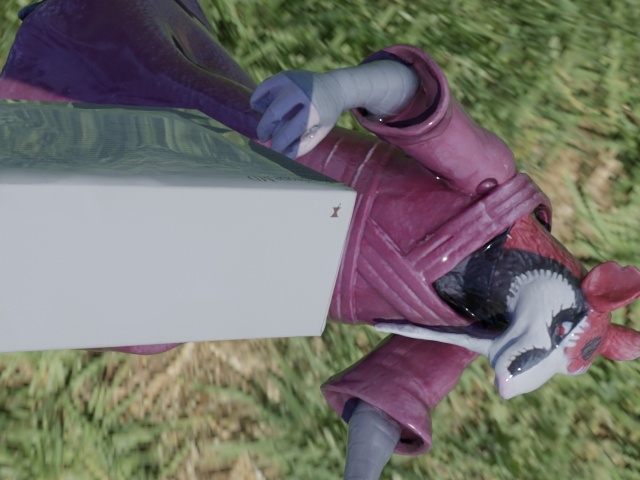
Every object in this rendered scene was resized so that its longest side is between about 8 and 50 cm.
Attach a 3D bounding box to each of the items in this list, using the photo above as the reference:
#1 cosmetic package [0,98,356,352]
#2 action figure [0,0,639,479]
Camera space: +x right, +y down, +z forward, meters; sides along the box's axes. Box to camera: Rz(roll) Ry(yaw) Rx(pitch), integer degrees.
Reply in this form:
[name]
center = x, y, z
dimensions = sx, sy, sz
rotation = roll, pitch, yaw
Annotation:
[cosmetic package]
center = -0.111, -0.006, 0.604
dimensions = 0.239, 0.099, 0.060
rotation = 0, 108, -41
[action figure]
center = 0.000, 0.000, 0.983
dimensions = 0.370, 0.276, 0.248
rotation = 16, 114, 14
